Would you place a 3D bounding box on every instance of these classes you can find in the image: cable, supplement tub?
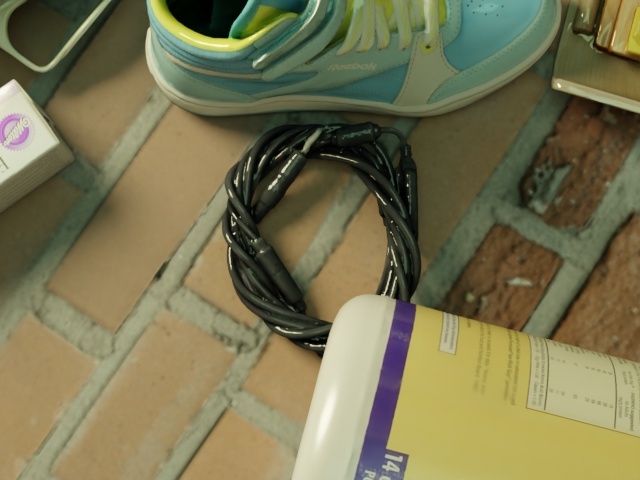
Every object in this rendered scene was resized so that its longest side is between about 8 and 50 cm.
[{"bbox_3d":[0.000,0.000,1.004,0.150,0.047,0.185,0,83,1],"label":"cable"},{"bbox_3d":[0.146,0.185,0.880,0.331,0.241,0.241,14,83,3],"label":"supplement tub"}]

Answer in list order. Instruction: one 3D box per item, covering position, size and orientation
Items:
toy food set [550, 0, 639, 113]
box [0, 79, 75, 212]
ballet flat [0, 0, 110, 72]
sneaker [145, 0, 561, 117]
[{"bbox_3d":[0.316,-0.225,1.004,0.219,0.092,0.306,16,83,3],"label":"toy food set"},{"bbox_3d":[-0.337,0.002,1.000,0.324,0.067,0.063,-36,84,-3],"label":"box"},{"bbox_3d":[-0.259,-0.172,1.011,0.342,0.116,0.124,-32,103,-7],"label":"ballet flat"},{"bbox_3d":[0.025,-0.164,0.943,0.319,0.208,0.127,-9,81,-1],"label":"sneaker"}]
